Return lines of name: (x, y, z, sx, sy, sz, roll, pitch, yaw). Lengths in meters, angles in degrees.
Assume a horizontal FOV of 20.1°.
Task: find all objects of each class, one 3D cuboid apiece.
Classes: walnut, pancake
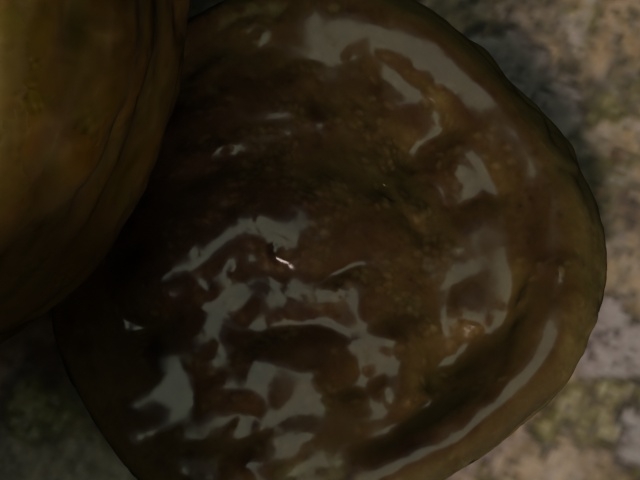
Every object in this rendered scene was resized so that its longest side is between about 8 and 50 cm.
walnut: (-0.159, -0.093, 0.663, 0.227, 0.283, 0.283, -4, 66, -23)
pancake: (0.000, 0.000, 0.730, 0.242, 0.050, 0.242, -3, 70, 8)
